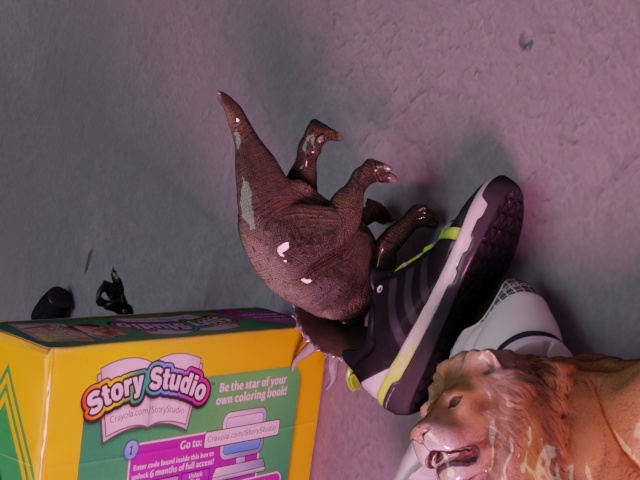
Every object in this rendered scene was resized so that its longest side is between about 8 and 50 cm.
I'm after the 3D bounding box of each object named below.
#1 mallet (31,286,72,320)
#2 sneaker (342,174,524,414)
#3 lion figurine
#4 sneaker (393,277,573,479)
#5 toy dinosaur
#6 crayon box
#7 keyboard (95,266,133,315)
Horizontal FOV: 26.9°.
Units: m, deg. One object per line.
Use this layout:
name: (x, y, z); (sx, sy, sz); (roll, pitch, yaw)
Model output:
mallet: (-0.333, 0.146, 1.775); (0.062, 0.039, 0.189); (-54, 51, 34)
sneaker: (0.082, 0.039, 1.122); (0.097, 0.084, 0.234); (35, 110, 26)
lion figurine: (0.248, 0.109, 0.875); (0.392, 0.142, 0.240); (-34, 53, 23)
sneaker: (0.126, 0.141, 1.100); (0.235, 0.090, 0.094); (-58, 30, 29)
toy dinosaur: (0.000, 0.000, 1.170); (0.121, 0.313, 0.160); (20, 66, 42)
crayon box: (-0.156, 0.227, 1.223); (0.106, 0.363, 0.313); (10, 96, 37)
keyboard: (-0.203, 0.151, 1.444); (0.317, 0.033, 0.201); (90, 168, -69)
